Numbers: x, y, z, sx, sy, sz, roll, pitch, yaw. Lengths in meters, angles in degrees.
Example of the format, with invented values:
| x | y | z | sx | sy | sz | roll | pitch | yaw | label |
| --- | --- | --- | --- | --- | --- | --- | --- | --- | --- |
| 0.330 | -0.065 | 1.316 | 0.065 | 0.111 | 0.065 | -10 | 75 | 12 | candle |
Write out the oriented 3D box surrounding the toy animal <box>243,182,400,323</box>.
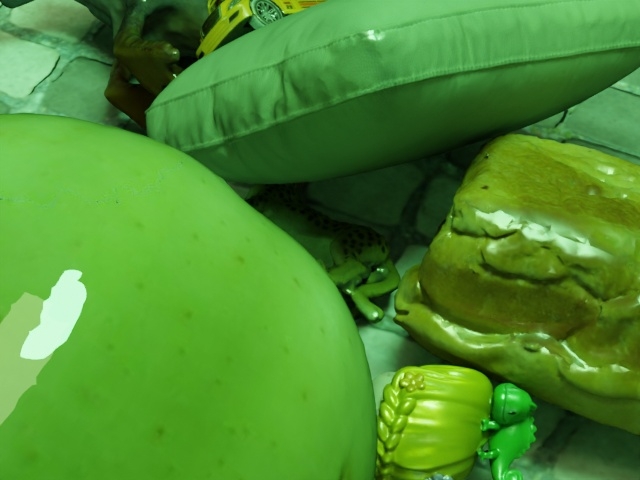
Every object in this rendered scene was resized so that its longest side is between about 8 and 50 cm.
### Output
| x | y | z | sx | sy | sz | roll | pitch | yaw | label |
| --- | --- | --- | --- | --- | --- | --- | --- | --- | --- |
| 0.000 | 0.000 | 0.958 | 0.181 | 0.073 | 0.136 | 28 | 35 | 26 | toy animal |

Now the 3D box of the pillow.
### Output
| x | y | z | sx | sy | sz | roll | pitch | yaw | label |
| --- | --- | --- | --- | --- | --- | --- | --- | --- | --- |
| 0.061 | -0.116 | 0.932 | 0.322 | 0.255 | 0.119 | -14 | 91 | -43 | pillow |

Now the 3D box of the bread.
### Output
| x | y | z | sx | sy | sz | roll | pitch | yaw | label |
| --- | --- | --- | --- | --- | --- | --- | --- | --- | --- |
| 0.228 | 0.050 | 0.865 | 0.344 | 0.148 | 0.195 | 18 | 28 | 10 | bread |

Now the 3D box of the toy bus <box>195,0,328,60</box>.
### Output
| x | y | z | sx | sy | sz | roll | pitch | yaw | label |
| --- | --- | --- | --- | --- | --- | --- | --- | --- | --- |
| -0.030 | -0.175 | 1.018 | 0.162 | 0.069 | 0.074 | -13 | 68 | -46 | toy bus |

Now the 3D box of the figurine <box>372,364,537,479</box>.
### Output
| x | y | z | sx | sy | sz | roll | pitch | yaw | label |
| --- | --- | --- | --- | --- | --- | --- | --- | --- | --- |
| 0.055 | 0.134 | 0.829 | 0.156 | 0.095 | 0.115 | 5 | 79 | 14 | figurine |

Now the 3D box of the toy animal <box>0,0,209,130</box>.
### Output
| x | y | z | sx | sy | sz | roll | pitch | yaw | label |
| --- | --- | --- | --- | --- | --- | --- | --- | --- | --- |
| -0.122 | -0.186 | 1.087 | 0.298 | 0.122 | 0.185 | 27 | 55 | 5 | toy animal |

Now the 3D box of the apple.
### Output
| x | y | z | sx | sy | sz | roll | pitch | yaw | label |
| --- | --- | --- | --- | --- | --- | --- | --- | --- | --- |
| -0.152 | 0.119 | 0.665 | 0.357 | 0.357 | 0.357 | 2 | 48 | -2 | apple |
